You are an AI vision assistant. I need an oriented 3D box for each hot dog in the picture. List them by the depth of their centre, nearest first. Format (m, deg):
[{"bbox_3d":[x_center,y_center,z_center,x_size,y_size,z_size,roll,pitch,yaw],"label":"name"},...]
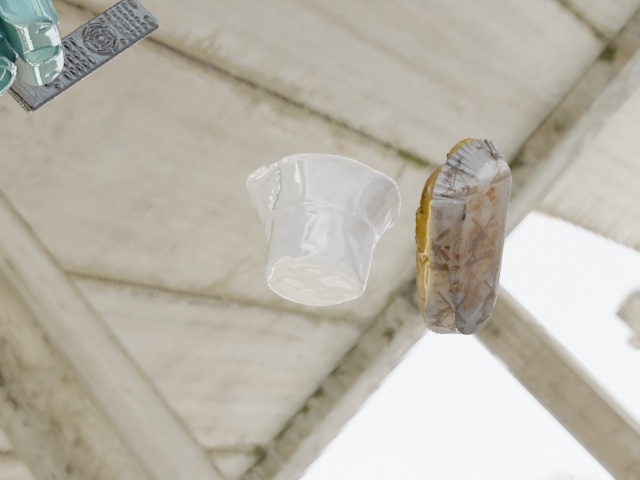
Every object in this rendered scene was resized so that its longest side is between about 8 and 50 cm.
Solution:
[{"bbox_3d":[0.163,0.005,1.423,0.131,0.069,0.252,-24,-51,-35],"label":"hot dog"}]

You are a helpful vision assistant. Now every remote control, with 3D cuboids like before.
[{"bbox_3d":[-0.306,-0.243,1.600,0.245,0.063,0.025,-42,2,-37],"label":"remote control"}]

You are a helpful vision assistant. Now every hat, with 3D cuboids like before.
[{"bbox_3d":[0.000,0.000,1.445,0.203,0.126,0.203,3,-27,2],"label":"hat"}]

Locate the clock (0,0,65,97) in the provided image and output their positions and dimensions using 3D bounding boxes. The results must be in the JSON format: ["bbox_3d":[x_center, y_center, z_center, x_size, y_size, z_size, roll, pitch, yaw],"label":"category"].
[{"bbox_3d":[-0.368,-0.154,1.107,0.274,0.094,0.223,-26,-3,-9],"label":"clock"}]
